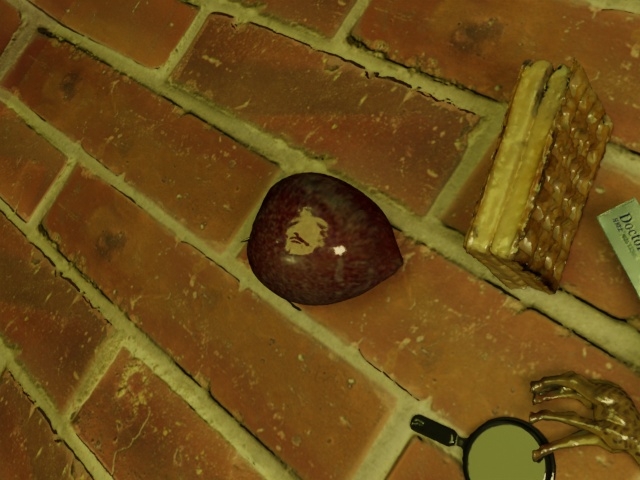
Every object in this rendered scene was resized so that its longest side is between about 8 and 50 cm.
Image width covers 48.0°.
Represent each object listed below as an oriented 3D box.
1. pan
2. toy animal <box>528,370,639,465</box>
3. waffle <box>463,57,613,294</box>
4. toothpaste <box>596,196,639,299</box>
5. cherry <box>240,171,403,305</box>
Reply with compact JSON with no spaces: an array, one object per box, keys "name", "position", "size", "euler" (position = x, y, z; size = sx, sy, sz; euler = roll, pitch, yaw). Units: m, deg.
[{"name":"pan","position":[0.231,0.314,1.073],"size":[0.235,0.028,0.136],"euler":[16,79,36]},{"name":"toy animal","position":[0.400,0.275,0.965],"size":[0.276,0.054,0.149],"euler":[26,75,30]},{"name":"waffle","position":[0.327,-0.088,1.068],"size":[0.091,0.213,0.307],"euler":[13,79,39]},{"name":"toothpaste","position":[0.480,0.090,0.973],"size":[0.071,0.089,0.312],"euler":[-31,57,24]},{"name":"cherry","position":[0.000,0.000,1.247],"size":[0.300,0.203,0.230],"euler":[13,76,21]}]
